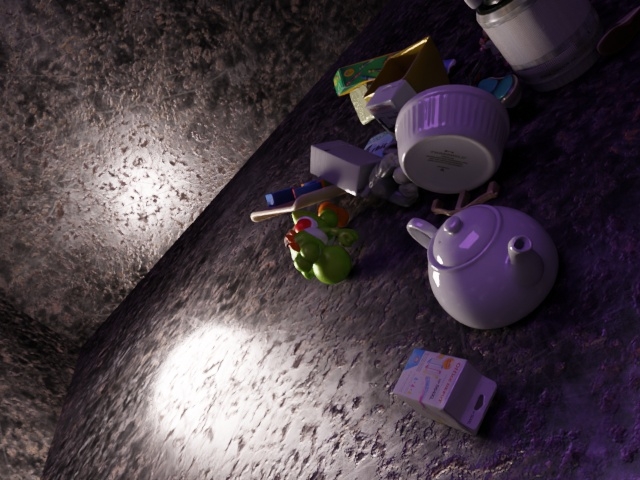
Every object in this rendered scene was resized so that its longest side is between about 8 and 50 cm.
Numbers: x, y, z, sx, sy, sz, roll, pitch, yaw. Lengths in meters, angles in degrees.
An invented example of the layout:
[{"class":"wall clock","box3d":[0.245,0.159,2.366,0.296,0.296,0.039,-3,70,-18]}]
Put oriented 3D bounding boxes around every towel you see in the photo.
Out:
[{"class":"towel","box3d":[0.179,-0.556,2.123,0.027,0.148,0.110,-28,6,-38]}]

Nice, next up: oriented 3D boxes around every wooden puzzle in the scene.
[{"class":"wooden puzzle","box3d":[-0.041,-0.161,1.766,0.322,0.081,0.347,-22,6,-32]}]

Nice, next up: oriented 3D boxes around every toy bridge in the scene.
[{"class":"toy bridge","box3d":[0.342,-0.090,1.244,0.188,0.026,0.063,-17,41,51]}]

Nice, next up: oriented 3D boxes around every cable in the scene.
[{"class":"cable","box3d":[0.445,-0.455,1.521,0.139,0.072,0.287,-49,11,23]}]

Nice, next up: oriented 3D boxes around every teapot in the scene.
[{"class":"teapot","box3d":[0.287,0.023,0.960,0.256,0.187,0.253,-34,27,33]}]

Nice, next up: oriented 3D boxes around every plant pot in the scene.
[{"class":"plant pot","box3d":[0.311,-0.516,1.758,0.212,0.187,0.212,-7,46,56]}]

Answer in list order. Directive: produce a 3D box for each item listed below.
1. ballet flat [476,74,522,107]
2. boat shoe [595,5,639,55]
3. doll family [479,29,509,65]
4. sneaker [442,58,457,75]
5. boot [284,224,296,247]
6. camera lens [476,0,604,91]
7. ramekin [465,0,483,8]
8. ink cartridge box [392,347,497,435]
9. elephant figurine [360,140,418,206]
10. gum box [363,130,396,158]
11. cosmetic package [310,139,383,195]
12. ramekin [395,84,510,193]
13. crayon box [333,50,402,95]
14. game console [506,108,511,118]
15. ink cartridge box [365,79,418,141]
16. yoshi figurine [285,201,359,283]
[{"class":"ballet flat","box3d":[0.487,-0.390,1.374,0.086,0.086,0.248,-42,16,15]},{"class":"boat shoe","box3d":[0.695,-0.483,1.206,0.152,0.056,0.049,-38,18,0]},{"class":"doll family","box3d":[0.582,-0.648,1.513,0.262,0.163,0.118,-29,30,38]},{"class":"sneaker","box3d":[0.403,-0.617,1.888,0.211,0.081,0.080,-2,49,58]},{"class":"boot","box3d":[-0.084,-0.024,1.885,0.118,0.042,0.087,-36,32,29]},{"class":"camera lens","box3d":[0.537,-0.536,1.276,0.219,0.274,0.219,-38,25,22]},{"class":"ramekin","box3d":[0.343,-0.681,1.160,0.135,0.277,0.277,-22,33,32]},{"class":"ink cartridge box","box3d":[0.211,0.249,0.864,0.143,0.090,0.092,-5,48,59]},{"class":"elephant figurine","box3d":[0.255,-0.217,1.479,0.239,0.185,0.170,-51,-22,-33]},{"class":"gum box","box3d":[0.201,-0.304,1.808,0.156,0.041,0.185,-12,43,55]},{"class":"cosmetic package","box3d":[0.086,-0.228,1.608,0.127,0.107,0.238,-18,31,-36]},{"class":"ramekin","box3d":[0.306,-0.224,1.235,0.272,0.272,0.127,-23,45,45]},{"class":"crayon box","box3d":[0.202,-0.687,2.145,0.278,0.081,0.165,-18,5,-5]},{"class":"game console","box3d":[0.438,-0.319,1.380,0.071,0.107,0.122,114,177,-48]},{"class":"ink cartridge box","box3d":[0.261,-0.383,1.610,0.087,0.208,0.153,-54,23,-12]},{"class":"yoshi figurine","box3d":[0.015,0.023,1.530,0.202,0.204,0.362,-2,20,8]}]
